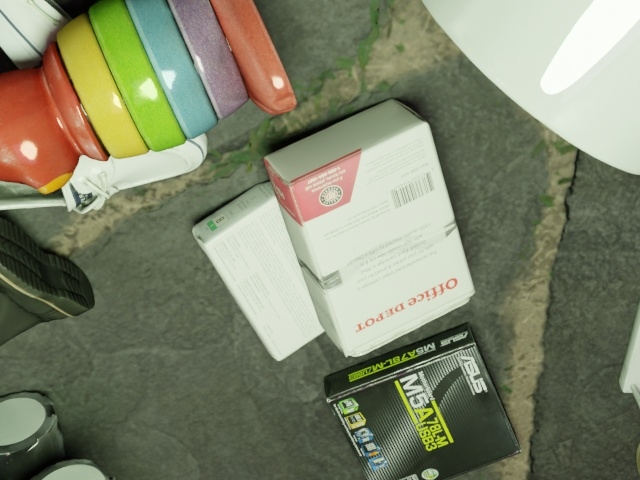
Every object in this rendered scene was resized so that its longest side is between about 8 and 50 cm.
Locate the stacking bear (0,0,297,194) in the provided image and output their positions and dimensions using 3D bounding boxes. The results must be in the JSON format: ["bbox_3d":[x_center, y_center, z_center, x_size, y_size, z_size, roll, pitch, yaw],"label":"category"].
[{"bbox_3d":[-0.188,-0.138,1.354,0.289,0.175,0.164,-24,95,-2],"label":"stacking bear"}]

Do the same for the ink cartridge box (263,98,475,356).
[{"bbox_3d":[0.053,-0.012,1.508,0.158,0.092,0.218,-25,120,-11],"label":"ink cartridge box"}]

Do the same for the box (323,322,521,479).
[{"bbox_3d":[0.121,0.206,1.720,0.184,0.045,0.191,-19,125,8],"label":"box"}]

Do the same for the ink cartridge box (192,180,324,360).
[{"bbox_3d":[0.000,0.000,1.575,0.224,0.056,0.181,-34,123,-7],"label":"ink cartridge box"}]

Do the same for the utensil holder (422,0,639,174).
[{"bbox_3d":[0.306,-0.296,1.248,0.327,0.328,0.385,29,118,-24],"label":"utensil holder"}]

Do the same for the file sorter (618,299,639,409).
[{"bbox_3d":[0.473,0.102,1.625,0.192,0.173,0.278,0,123,-9],"label":"file sorter"}]

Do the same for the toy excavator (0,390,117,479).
[{"bbox_3d":[-0.464,0.357,1.610,0.445,0.433,0.222,-27,128,-24],"label":"toy excavator"}]

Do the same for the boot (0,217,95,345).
[{"bbox_3d":[-0.341,0.055,1.509,0.137,0.077,0.198,-27,144,15],"label":"boot"}]

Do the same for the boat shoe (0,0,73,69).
[{"bbox_3d":[-0.307,-0.257,1.338,0.075,0.083,0.226,-35,134,3],"label":"boat shoe"}]

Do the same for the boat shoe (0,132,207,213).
[{"bbox_3d":[-0.239,-0.066,1.451,0.258,0.084,0.095,-6,145,1],"label":"boat shoe"}]

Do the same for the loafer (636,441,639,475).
[{"bbox_3d":[0.424,0.249,1.788,0.056,0.050,0.148,0,123,-8],"label":"loafer"}]
